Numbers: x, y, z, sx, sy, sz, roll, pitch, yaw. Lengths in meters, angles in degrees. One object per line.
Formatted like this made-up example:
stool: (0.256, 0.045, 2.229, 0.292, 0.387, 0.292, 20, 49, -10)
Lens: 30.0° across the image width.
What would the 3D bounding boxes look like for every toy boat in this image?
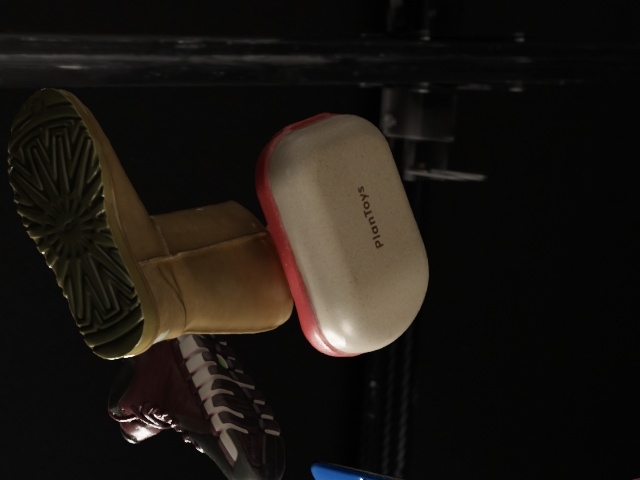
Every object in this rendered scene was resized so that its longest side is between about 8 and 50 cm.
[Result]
toy boat: (0.000, 0.000, 1.159, 0.151, 0.151, 0.231, -24, -82, -40)

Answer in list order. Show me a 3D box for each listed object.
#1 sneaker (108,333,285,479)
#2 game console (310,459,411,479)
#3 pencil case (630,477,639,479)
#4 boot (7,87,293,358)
sneaker: (-0.152, 0.207, 1.364, 0.162, 0.281, 0.106, -44, -42, 16)
game console: (0.169, 0.313, 1.268, 0.250, 0.293, 0.173, -4, -89, -33)
pencil case: (0.482, 0.471, 1.848, 0.098, 0.095, 0.209, 9, -78, -22)
boot: (-0.141, -0.014, 1.054, 0.269, 0.089, 0.236, -10, -99, -66)
